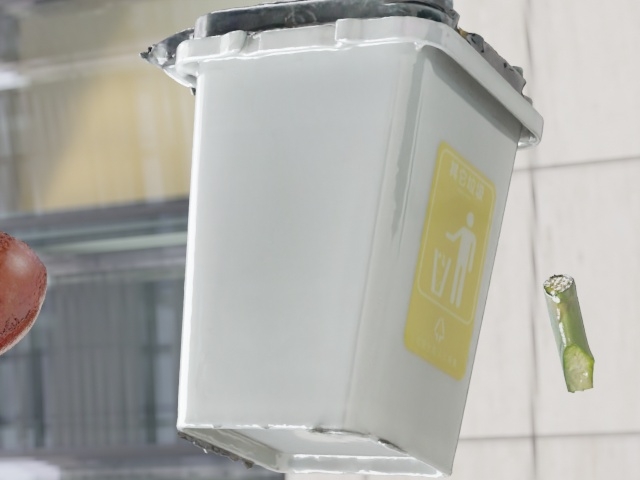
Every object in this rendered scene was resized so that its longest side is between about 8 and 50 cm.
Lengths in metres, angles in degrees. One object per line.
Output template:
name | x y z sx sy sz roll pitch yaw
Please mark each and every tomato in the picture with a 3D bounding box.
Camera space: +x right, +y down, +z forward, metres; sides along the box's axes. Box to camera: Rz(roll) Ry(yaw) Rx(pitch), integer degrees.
tomato | -0.375 0.064 1.901 0.189 0.173 0.099 17 -137 -18

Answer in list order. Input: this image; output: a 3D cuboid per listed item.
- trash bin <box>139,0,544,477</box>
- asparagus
trash bin | 0.000 0.000 1.535 0.256 0.296 0.368 34 -121 -57
asparagus | 0.304 0.121 2.287 0.041 0.045 0.178 -43 -50 -35
